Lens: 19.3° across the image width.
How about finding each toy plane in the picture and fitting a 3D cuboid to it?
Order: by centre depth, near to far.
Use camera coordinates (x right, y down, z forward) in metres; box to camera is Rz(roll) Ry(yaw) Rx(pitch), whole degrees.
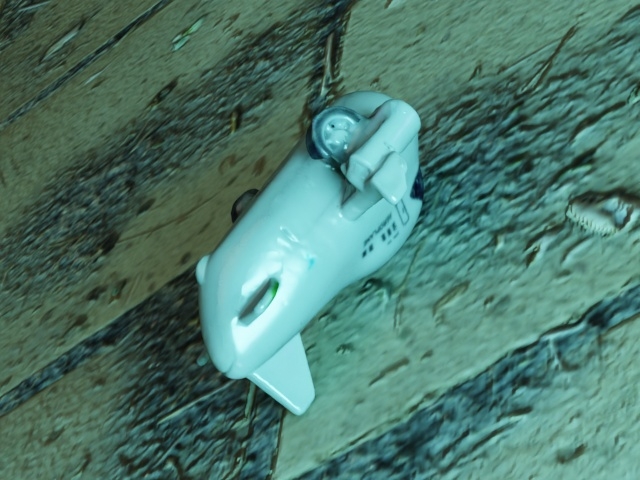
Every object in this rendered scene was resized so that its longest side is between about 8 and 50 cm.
[{"bbox_3d":[-0.002,-0.002,0.907,0.174,0.080,0.174,-53,7,9],"label":"toy plane"}]
